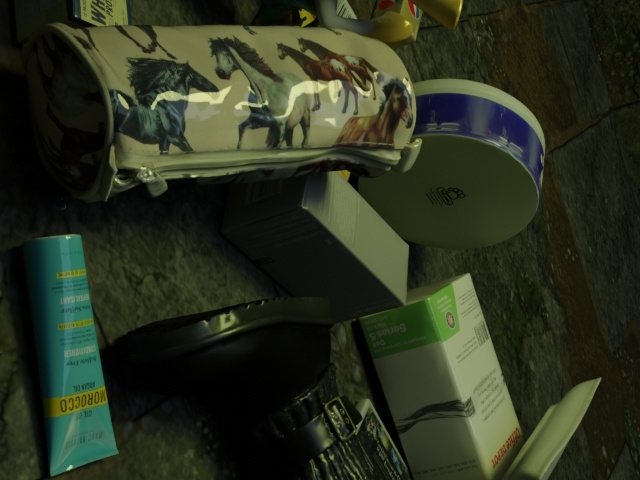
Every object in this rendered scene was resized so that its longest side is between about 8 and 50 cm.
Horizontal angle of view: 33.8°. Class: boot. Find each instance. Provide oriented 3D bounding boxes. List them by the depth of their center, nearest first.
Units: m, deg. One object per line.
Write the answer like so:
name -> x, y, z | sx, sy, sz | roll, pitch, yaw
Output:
boot -> -0.055, 0.195, 1.102 | 0.348, 0.131, 0.260 | 2, 75, -60

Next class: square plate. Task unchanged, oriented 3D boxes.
square plate -> 0.263, 0.374, 1.461 | 0.347, 0.049, 0.344 | -28, 144, -60

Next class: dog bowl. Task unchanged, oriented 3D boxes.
dog bowl -> 0.187, -0.104, 1.518 | 0.265, 0.265, 0.104 | 47, 42, -39

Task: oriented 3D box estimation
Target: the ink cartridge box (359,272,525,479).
ink cartridge box -> 0.178, 0.204, 1.491 | 0.198, 0.114, 0.273 | -19, 91, -64

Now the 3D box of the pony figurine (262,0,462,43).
pony figurine -> 0.000, -0.405, 1.287 | 0.303, 0.363, 0.351 | 111, -9, -61

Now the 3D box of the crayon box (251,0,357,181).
crayon box -> -0.019, -0.207, 1.402 | 0.202, 0.081, 0.318 | 57, 34, -28

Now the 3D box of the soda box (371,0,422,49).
soda box -> 0.135, -0.397, 1.770 | 0.058, 0.061, 0.181 | 52, 36, -33

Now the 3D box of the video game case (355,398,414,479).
video game case -> 0.070, 0.331, 1.361 | 0.190, 0.022, 0.173 | 61, 33, -20

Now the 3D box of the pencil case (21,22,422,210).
pencil case -> -0.083, -0.125, 1.053 | 0.410, 0.160, 0.183 | -8, 63, -39

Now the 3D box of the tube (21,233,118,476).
tube -> -0.228, 0.099, 0.945 | 0.080, 0.052, 0.207 | -8, 89, -49

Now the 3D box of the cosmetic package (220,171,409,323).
cosmetic package -> 0.000, 0.000, 1.293 | 0.238, 0.127, 0.107 | 44, 40, -39

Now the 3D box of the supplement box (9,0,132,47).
supplement box -> -0.242, -0.217, 1.024 | 0.083, 0.083, 0.056 | 12, 66, -57
